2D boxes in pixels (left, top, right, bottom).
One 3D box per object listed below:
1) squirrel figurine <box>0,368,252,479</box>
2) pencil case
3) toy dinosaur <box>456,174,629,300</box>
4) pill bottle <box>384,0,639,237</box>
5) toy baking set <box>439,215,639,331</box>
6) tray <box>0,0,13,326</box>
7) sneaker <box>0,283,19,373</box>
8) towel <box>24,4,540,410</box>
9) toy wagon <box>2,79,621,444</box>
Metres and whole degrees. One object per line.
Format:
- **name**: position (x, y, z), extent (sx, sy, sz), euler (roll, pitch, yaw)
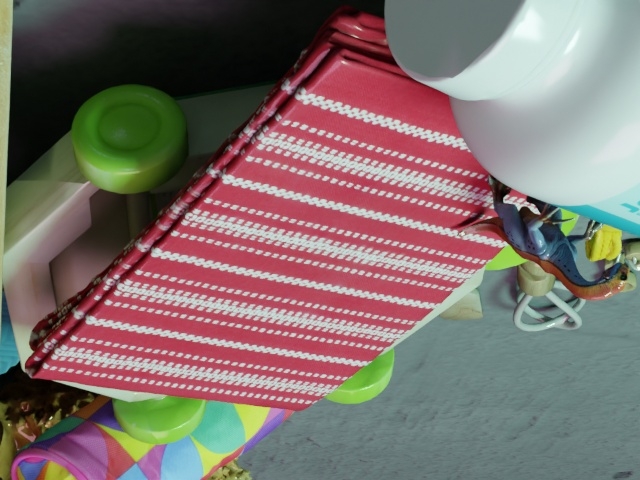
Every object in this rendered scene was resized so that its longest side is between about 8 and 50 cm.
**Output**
- **squirrel figurine**: position (-0.254, 0.159, 1.226), extent (0.397, 0.281, 0.370), euler (-6, 150, -20)
- **pencil case**: position (-0.088, 0.113, 1.085), extent (0.236, 0.104, 0.104), euler (-35, -176, -40)
- **toy dinosaur**: position (0.111, 0.002, 0.789), extent (0.047, 0.082, 0.090), euler (-3, 147, -23)
- **pill bottle**: position (0.156, -0.071, 0.722), extent (0.264, 0.146, 0.146), euler (17, 152, -34)
- **toy baking set**: position (0.153, 0.019, 1.087), extent (0.256, 0.030, 0.197), euler (-16, 152, 35)
- **tray**: position (-0.261, 0.012, 0.813), extent (0.203, 0.076, 0.411), euler (-9, 145, -19)
- **sneaker**: position (-0.163, 0.006, 1.003), extent (0.229, 0.092, 0.087), euler (-25, 141, 7)
- **towel**: position (0.001, -0.001, 0.838), extent (0.199, 0.031, 0.275), euler (12, 138, -39)
- **toy wagon**: position (0.000, 0.000, 0.926), extent (0.344, 0.068, 0.267), euler (-11, 145, -10)
